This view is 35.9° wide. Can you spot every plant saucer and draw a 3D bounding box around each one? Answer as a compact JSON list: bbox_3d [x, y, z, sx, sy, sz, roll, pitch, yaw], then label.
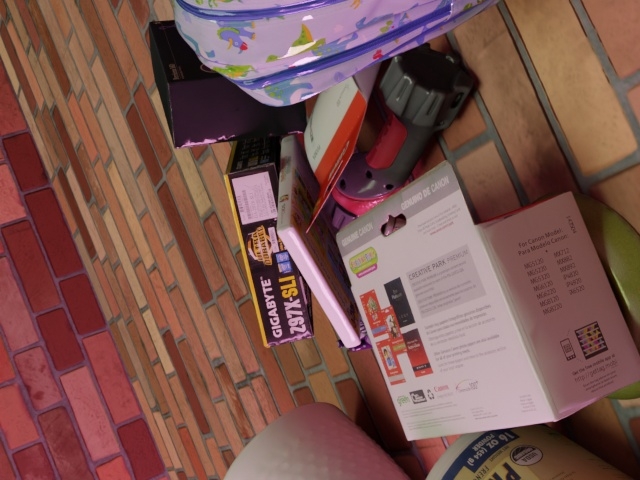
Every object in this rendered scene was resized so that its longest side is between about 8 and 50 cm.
[{"bbox_3d":[0.277,0.067,1.071,0.241,0.037,0.241,41,142,43],"label":"plant saucer"}]

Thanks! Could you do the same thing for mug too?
[{"bbox_3d":[0.057,0.482,1.578,0.328,0.276,0.374,38,171,36],"label":"mug"}]

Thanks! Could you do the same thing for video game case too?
[{"bbox_3d":[0.000,0.000,1.347,0.206,0.026,0.227,-90,-23,-50],"label":"video game case"}]

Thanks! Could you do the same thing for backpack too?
[{"bbox_3d":[0.018,-0.293,0.952,0.290,0.355,0.273,48,148,35],"label":"backpack"}]

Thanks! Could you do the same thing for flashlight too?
[{"bbox_3d":[0.081,-0.124,1.238,0.103,0.103,0.304,61,154,22],"label":"flashlight"}]

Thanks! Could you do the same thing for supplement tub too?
[{"bbox_3d":[0.274,0.350,1.061,0.316,0.228,0.228,28,132,53],"label":"supplement tub"}]

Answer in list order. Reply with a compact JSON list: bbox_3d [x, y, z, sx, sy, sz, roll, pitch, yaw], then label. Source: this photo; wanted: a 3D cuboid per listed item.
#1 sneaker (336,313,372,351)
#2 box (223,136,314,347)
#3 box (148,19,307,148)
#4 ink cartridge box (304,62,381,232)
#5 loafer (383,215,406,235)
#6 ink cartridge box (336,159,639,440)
[{"bbox_3d":[0.100,0.111,1.371,0.083,0.098,0.224,63,153,13],"label":"sneaker"},{"bbox_3d":[-0.073,-0.020,1.478,0.322,0.079,0.257,-97,-7,-73],"label":"box"},{"bbox_3d":[-0.138,-0.235,1.403,0.261,0.184,0.103,-117,19,-57],"label":"box"},{"bbox_3d":[0.017,-0.153,1.226,0.066,0.232,0.189,26,146,-3],"label":"ink cartridge box"},{"bbox_3d":[0.101,0.017,1.370,0.125,0.039,0.045,100,-176,-48],"label":"loafer"},{"bbox_3d":[0.167,0.064,1.091,0.309,0.130,0.272,-32,78,64],"label":"ink cartridge box"}]
